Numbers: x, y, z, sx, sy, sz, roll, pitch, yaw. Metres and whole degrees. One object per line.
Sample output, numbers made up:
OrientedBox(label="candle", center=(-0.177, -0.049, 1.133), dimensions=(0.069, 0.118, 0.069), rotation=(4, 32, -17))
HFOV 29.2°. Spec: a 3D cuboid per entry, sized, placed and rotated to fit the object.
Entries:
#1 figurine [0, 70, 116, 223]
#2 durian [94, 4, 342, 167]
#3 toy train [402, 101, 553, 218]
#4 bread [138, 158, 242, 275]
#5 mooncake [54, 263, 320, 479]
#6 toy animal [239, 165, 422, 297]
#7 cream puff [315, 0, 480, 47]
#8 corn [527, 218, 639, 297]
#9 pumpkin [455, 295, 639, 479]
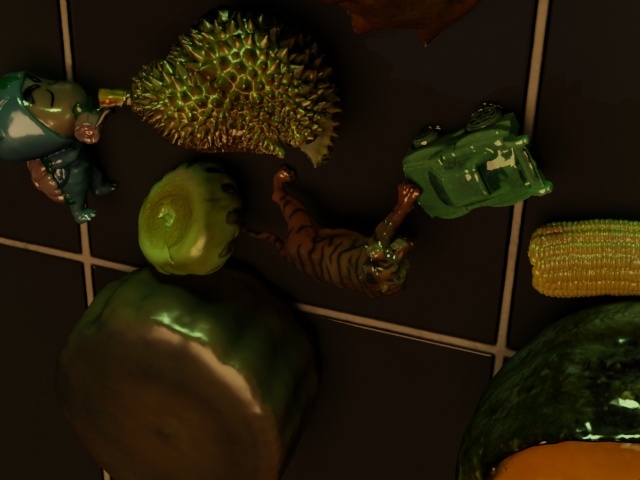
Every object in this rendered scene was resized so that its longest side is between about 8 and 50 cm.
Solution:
OrientedBox(label="figurine", center=(-0.275, -0.111, 1.323), dimensions=(0.145, 0.114, 0.178), rotation=(-19, 122, 23))
OrientedBox(label="durian", center=(-0.094, -0.157, 1.179), dimensions=(0.237, 0.193, 0.137), rotation=(7, 103, 0))
OrientedBox(label="toy train", center=(0.149, -0.068, 1.180), dimensions=(0.149, 0.081, 0.099), rotation=(-17, 113, 29))
OrientedBox(label="bread", center=(-0.137, -0.020, 1.311), dimensions=(0.071, 0.130, 0.139), rotation=(16, 149, -42))
OrientedBox(label="mooncake", center=(-0.148, 0.160, 1.393), dimensions=(0.290, 0.161, 0.290), rotation=(11, 124, 17))
OrientedBox(label="toy animal", center=(0.004, 0.006, 1.259), dimensions=(0.255, 0.116, 0.114), rotation=(9, 140, 39))
OrientedBox(label="cream puff", center=(0.074, -0.276, 1.018), dimensions=(0.269, 0.154, 0.241), rotation=(-21, 152, 33))
OrientedBox(label="corn", center=(0.285, 0.019, 1.188), dimensions=(0.165, 0.063, 0.085), rotation=(2, 111, 19))
OrientedBox(label="pumpkin", center=(0.278, 0.206, 1.205), dimensions=(0.303, 0.225, 0.256), rotation=(-21, 114, 29))
